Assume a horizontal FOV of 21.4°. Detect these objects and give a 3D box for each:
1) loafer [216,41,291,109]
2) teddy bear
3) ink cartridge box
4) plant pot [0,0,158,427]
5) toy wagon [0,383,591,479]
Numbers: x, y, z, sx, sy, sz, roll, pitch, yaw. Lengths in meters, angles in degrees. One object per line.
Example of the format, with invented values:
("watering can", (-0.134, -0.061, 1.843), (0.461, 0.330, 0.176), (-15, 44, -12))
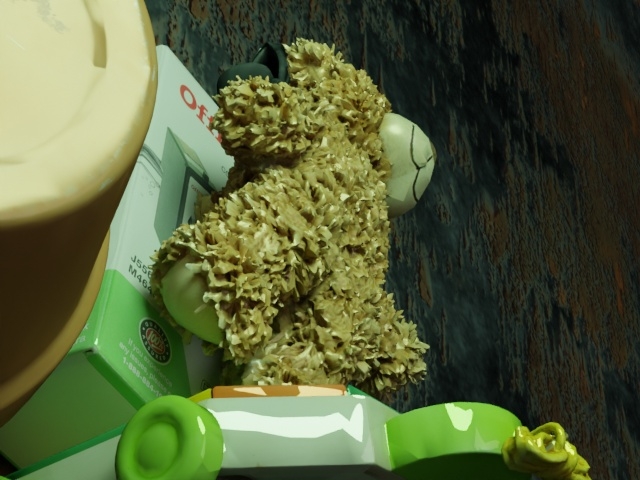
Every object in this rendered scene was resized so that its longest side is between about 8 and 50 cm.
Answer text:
("loafer", (-0.056, -0.099, 1.336), (0.078, 0.076, 0.223), (55, 24, -11))
("teddy bear", (0.000, 0.000, 1.047), (0.245, 0.113, 0.338), (66, 24, -5))
("ink cartridge box", (-0.106, 0.041, 1.075), (0.198, 0.115, 0.273), (50, 31, -35))
("plant pot", (-0.207, -0.055, 0.770), (0.291, 0.203, 0.291), (16, 58, -26))
("toy wagon", (-0.019, 0.149, 0.900), (0.267, 0.344, 0.068), (33, 40, -47))
